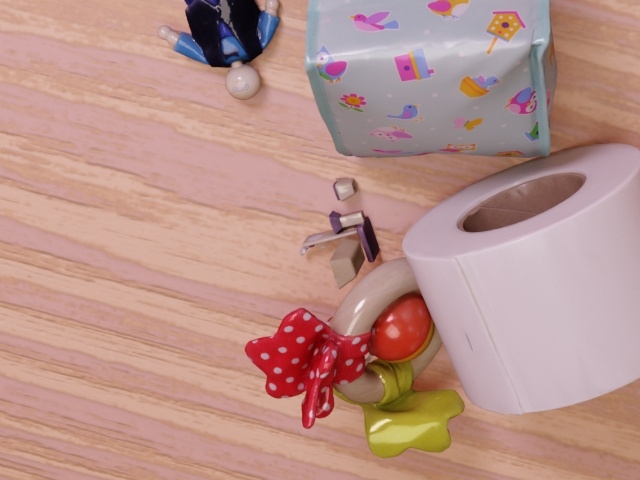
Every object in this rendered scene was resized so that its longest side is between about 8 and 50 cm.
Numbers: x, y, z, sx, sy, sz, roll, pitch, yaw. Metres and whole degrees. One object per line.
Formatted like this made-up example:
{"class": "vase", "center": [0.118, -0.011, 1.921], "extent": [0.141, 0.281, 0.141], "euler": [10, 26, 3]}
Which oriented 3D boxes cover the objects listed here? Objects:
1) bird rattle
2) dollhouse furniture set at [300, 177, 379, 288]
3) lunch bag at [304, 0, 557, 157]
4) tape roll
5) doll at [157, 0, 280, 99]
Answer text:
{"class": "bird rattle", "center": [0.050, 0.105, 1.332], "extent": [0.253, 0.143, 0.207], "euler": [38, 85, -42]}
{"class": "dollhouse furniture set", "center": [0.000, 0.000, 1.341], "extent": [0.081, 0.114, 0.091], "euler": [-14, 109, 19]}
{"class": "lunch bag", "center": [0.111, -0.161, 1.222], "extent": [0.223, 0.262, 0.160], "euler": [-3, 65, 10]}
{"class": "tape roll", "center": [0.221, 0.033, 1.242], "extent": [0.246, 0.246, 0.169], "euler": [-20, 105, 16]}
{"class": "doll", "center": [-0.107, -0.231, 1.312], "extent": [0.129, 0.046, 0.189], "euler": [-18, 112, 6]}
